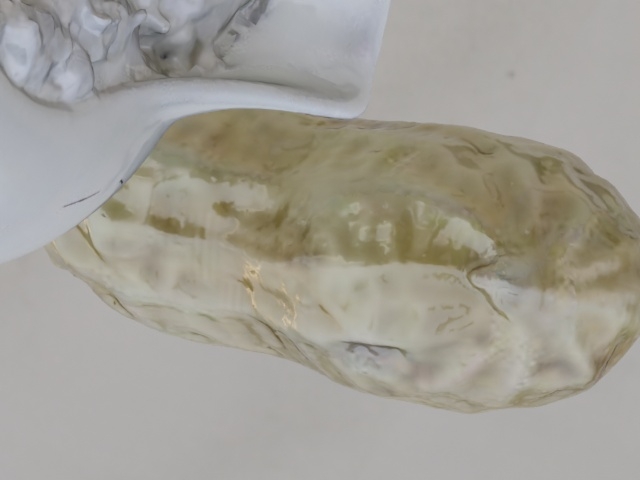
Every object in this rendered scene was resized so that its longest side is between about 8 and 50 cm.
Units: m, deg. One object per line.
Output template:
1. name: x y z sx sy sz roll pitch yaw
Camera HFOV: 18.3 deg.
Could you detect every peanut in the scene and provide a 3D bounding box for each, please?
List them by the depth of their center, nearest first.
1. peanut: 0.000 0.000 0.971 0.325 0.153 0.140 12 108 11

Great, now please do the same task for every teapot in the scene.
1. teapot: -0.088 -0.094 0.460 0.166 0.208 0.300 22 178 15
